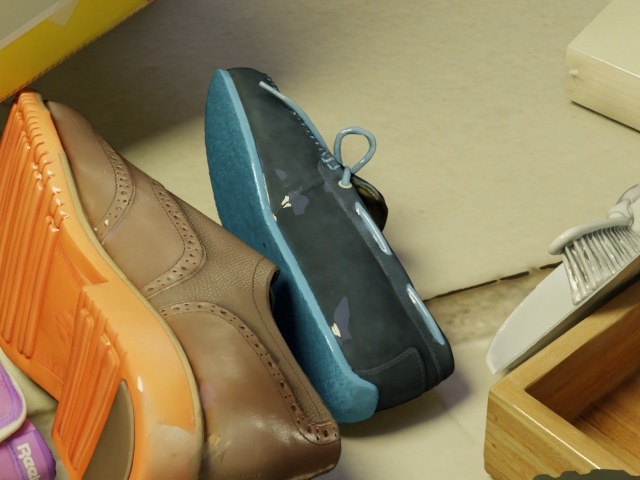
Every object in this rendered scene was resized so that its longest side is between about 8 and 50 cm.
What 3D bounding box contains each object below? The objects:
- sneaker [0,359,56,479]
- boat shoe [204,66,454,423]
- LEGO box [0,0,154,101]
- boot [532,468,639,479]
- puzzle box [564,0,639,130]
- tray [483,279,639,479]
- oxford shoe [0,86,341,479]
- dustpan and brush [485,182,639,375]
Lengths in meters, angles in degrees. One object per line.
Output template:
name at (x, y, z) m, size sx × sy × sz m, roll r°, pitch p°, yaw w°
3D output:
sneaker at (-0.214, 0.140, 0.804) m, size 0.161 × 0.102 × 0.282 m, roll -2°, pitch 41°, yaw -6°
boat shoe at (0.000, 0.000, 0.974) m, size 0.089 × 0.109 × 0.258 m, roll -10°, pitch 58°, yaw -21°
LEGO box at (-0.353, -0.198, 0.886) m, size 0.500 × 0.372 × 0.193 m, roll -35°, pitch 50°, yaw -10°
boot at (0.053, 0.252, 0.642) m, size 0.348 × 0.131 × 0.260 m, roll -20°, pitch 37°, yaw -5°
puzzle box at (0.407, -0.111, 1.085) m, size 0.409 × 0.052 × 0.272 m, roll 29°, pitch 56°, yaw 28°
tray at (0.299, 0.157, 0.795) m, size 0.203 × 0.076 × 0.411 m, roll -31°, pitch 49°, yaw -30°
oxford shoe at (-0.104, 0.029, 0.928) m, size 0.132 × 0.130 × 0.364 m, roll 2°, pitch 34°, yaw -28°
dustpan and brush at (0.176, -0.001, 0.963) m, size 0.060 × 0.147 × 0.211 m, roll 53°, pitch 29°, yaw 14°
